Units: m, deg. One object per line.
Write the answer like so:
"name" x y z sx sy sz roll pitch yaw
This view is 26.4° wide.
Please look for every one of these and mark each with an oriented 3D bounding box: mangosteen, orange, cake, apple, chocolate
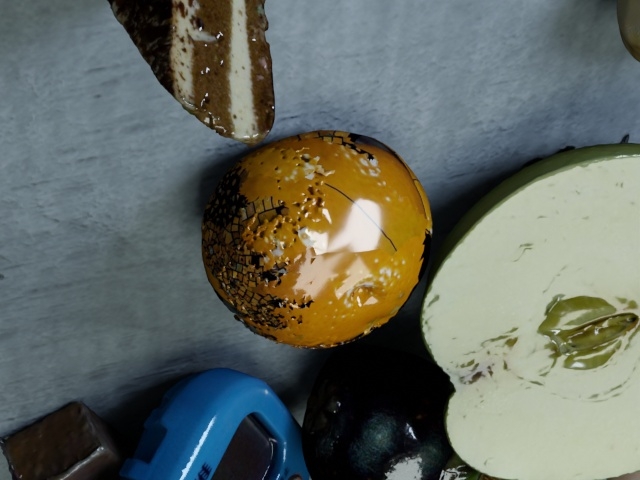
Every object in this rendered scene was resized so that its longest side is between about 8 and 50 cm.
"mangosteen" 0.091 0.241 1.633 0.243 0.243 0.243 -15 143 -11
"orange" 0.000 0.000 1.343 0.234 0.182 0.234 -14 130 -17
"cake" -0.117 -0.164 1.023 0.135 0.246 0.112 -24 149 35
"apple" 0.283 0.081 1.478 0.360 0.320 0.312 -19 158 4
"chocolate" -0.249 0.300 1.642 0.112 0.112 0.321 -35 143 3

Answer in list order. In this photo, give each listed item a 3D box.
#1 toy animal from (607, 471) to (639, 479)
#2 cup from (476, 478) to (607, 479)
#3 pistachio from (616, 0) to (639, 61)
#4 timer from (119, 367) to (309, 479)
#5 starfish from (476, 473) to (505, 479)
"toy animal" 0.484 0.222 1.779 0.326 0.237 0.269 -64 168 6
"cup" 0.267 0.265 1.758 0.186 0.258 0.234 -43 152 -38
"pistachio" 0.385 -0.233 1.286 0.237 0.138 0.153 -14 108 -14
"timer" -0.143 0.329 1.596 0.340 0.115 0.309 -62 150 -21
"starfish" 0.246 0.273 1.595 0.138 0.247 0.050 49 140 -16
